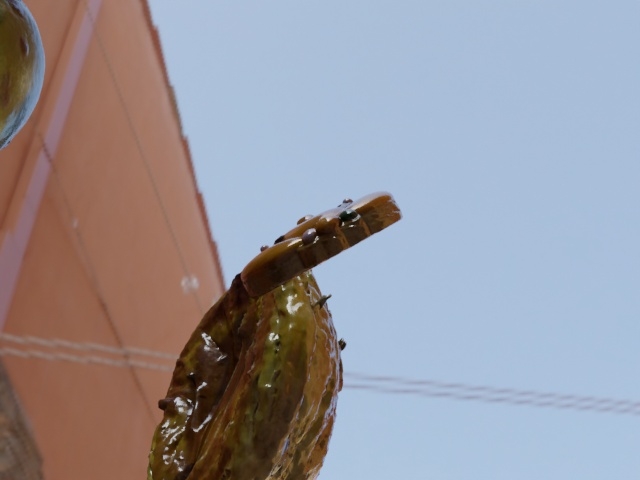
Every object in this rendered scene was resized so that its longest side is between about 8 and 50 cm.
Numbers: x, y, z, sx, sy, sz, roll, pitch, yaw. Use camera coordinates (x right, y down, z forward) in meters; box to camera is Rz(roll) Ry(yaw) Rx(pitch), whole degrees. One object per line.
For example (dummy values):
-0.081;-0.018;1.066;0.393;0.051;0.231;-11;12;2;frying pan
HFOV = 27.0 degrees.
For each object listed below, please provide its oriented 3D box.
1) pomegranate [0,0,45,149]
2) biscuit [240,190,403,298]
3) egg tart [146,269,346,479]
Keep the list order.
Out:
-0.240;-0.129;0.779;0.156;0.156;0.220;10;-37;-5;pomegranate
-0.002;-0.004;1.276;0.170;0.170;0.050;-30;-91;24;biscuit
-0.064;0.176;1.484;0.153;0.351;0.339;22;-56;-22;egg tart
